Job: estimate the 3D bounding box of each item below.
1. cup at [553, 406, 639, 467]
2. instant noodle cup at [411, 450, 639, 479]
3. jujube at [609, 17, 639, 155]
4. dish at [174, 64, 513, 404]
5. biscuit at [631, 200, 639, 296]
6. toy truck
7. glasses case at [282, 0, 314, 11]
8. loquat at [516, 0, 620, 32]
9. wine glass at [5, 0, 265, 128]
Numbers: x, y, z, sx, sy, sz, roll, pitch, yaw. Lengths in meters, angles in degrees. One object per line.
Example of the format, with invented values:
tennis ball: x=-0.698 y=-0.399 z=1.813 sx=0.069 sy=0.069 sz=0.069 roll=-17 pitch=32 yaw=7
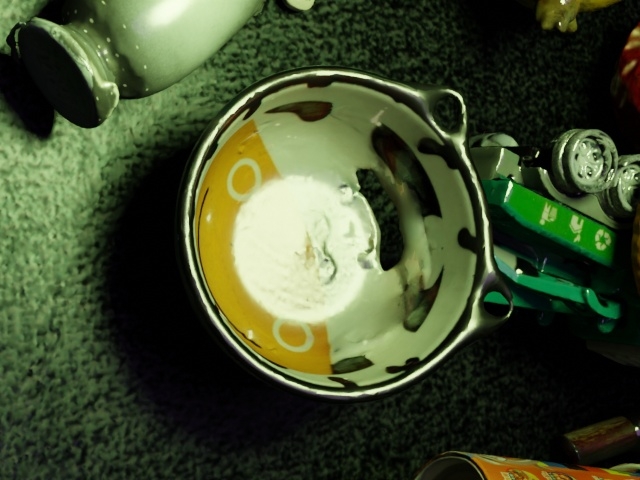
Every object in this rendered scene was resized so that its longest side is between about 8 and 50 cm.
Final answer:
cup: x=0.345 y=0.267 z=1.377 sx=0.177 sy=0.166 sz=0.239 roll=-39 pitch=107 yaw=-35
instant noodle cup: x=0.176 y=0.296 z=1.225 sx=0.192 sy=0.250 sz=0.250 roll=16 pitch=75 yaw=-22
jujube: x=0.412 y=-0.140 z=1.439 sx=0.232 sy=0.213 sz=0.213 roll=28 pitch=70 yaw=-29
dish: x=0.000 y=0.000 z=1.188 sx=0.303 sy=0.120 sz=0.303 roll=4 pitch=79 yaw=-24
biscuit: x=0.373 y=0.002 z=1.286 sx=0.220 sy=0.066 sz=0.220 roll=-2 pitch=94 yaw=-32
toy truck: x=0.250 y=0.012 z=1.349 sx=0.363 sy=0.176 sz=0.178 roll=20 pitch=82 yaw=-30
glasses case: x=-0.017 y=-0.244 z=1.278 sx=0.032 sy=0.021 sz=0.083 roll=15 pitch=76 yaw=-33
loquat: x=0.231 y=-0.301 z=1.345 sx=0.213 sy=0.213 sz=0.246 roll=22 pitch=70 yaw=-30
wine glass: x=-0.135 y=-0.178 z=1.136 sx=0.204 sy=0.111 sz=0.111 roll=-39 pitch=106 yaw=-28
